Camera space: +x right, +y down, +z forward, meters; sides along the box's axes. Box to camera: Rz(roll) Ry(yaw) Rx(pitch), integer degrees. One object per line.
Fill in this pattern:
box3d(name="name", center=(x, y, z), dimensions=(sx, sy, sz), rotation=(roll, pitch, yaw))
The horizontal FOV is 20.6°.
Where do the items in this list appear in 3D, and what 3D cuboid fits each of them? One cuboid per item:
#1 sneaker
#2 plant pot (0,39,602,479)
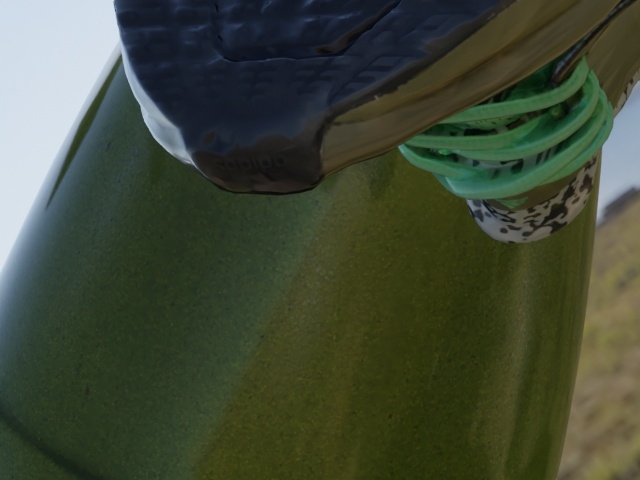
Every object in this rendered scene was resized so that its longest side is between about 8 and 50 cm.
box3d(name="sneaker", center=(0.071, -0.072, 0.601), dimensions=(0.158, 0.182, 0.410), rotation=(1, 23, 24))
box3d(name="plant pot", center=(0.000, 0.000, 0.972), dimensions=(0.366, 0.366, 0.353), rotation=(-42, -29, -72))
